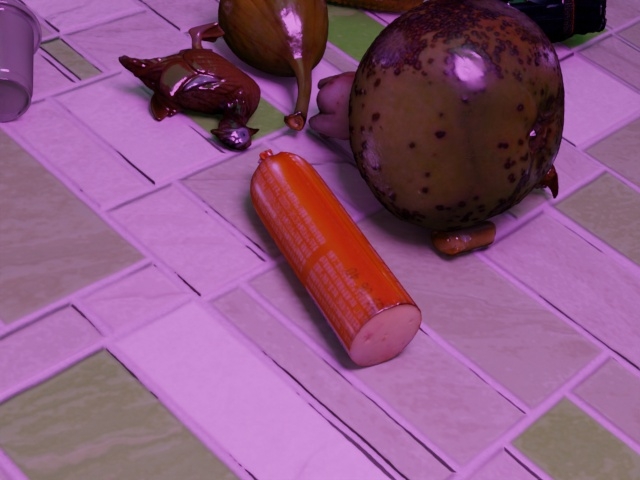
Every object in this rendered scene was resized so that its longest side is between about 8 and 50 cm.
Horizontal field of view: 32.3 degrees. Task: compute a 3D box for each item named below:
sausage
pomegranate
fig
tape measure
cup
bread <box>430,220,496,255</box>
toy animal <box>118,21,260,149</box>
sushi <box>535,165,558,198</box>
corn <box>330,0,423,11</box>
[{"bbox_3d":[0.000,0.000,1.248,0.093,0.093,0.312,-11,46,-27],"label":"sausage"},{"bbox_3d":[0.126,-0.163,1.359,0.341,0.284,0.285,14,33,39],"label":"pomegranate"},{"bbox_3d":[-0.042,-0.268,1.497,0.151,0.151,0.259,-5,43,-22],"label":"fig"},{"bbox_3d":[0.335,-0.397,1.775,0.202,0.135,0.222,-6,41,-8],"label":"tape measure"},{"bbox_3d":[-0.403,-0.224,1.369,0.120,0.120,0.141,-2,50,-18],"label":"cup"},{"bbox_3d":[0.176,-0.003,1.348,0.088,0.033,0.049,-15,24,-36],"label":"bread"},{"bbox_3d":[-0.166,-0.193,1.431,0.188,0.089,0.179,2,57,-22],"label":"toy animal"},{"bbox_3d":[0.255,-0.090,1.457,0.120,0.055,0.052,8,50,8],"label":"sushi"},{"bbox_3d":[0.005,-0.436,1.726,0.363,0.120,0.120,12,40,-6],"label":"corn"}]
